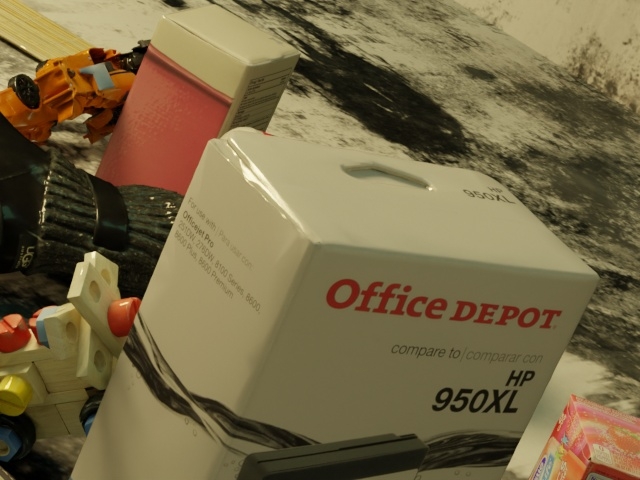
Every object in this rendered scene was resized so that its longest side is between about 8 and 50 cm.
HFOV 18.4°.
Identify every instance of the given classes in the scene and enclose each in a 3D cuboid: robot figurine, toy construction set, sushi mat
[{"bbox_3d":[-0.279,-0.164,2.301,0.291,0.211,0.085,-15,83,-65],"label":"robot figurine"},{"bbox_3d":[-0.250,0.079,1.606,0.328,0.215,0.151,-1,34,36],"label":"toy construction set"},{"bbox_3d":[-0.361,-0.266,2.654,0.316,0.019,0.151,31,23,18],"label":"sushi mat"}]

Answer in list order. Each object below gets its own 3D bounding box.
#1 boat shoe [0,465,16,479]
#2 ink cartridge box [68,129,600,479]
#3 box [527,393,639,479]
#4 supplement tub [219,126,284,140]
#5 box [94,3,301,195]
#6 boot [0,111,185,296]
[{"bbox_3d":[-0.334,0.152,1.547,0.285,0.102,0.092,25,25,19],"label":"boat shoe"},{"bbox_3d":[-0.006,0.139,1.507,0.285,0.395,0.166,6,26,-38],"label":"ink cartridge box"},{"bbox_3d":[0.351,0.283,1.885,0.300,0.154,0.142,19,21,-9],"label":"box"},{"bbox_3d":[0.000,0.000,2.144,0.272,0.191,0.191,17,22,-18],"label":"supplement tub"},{"bbox_3d":[-0.144,-0.138,2.267,0.127,0.232,0.148,30,21,14],"label":"box"},{"bbox_3d":[-0.289,-0.062,2.062,0.260,0.131,0.348,3,39,-29],"label":"boot"}]
